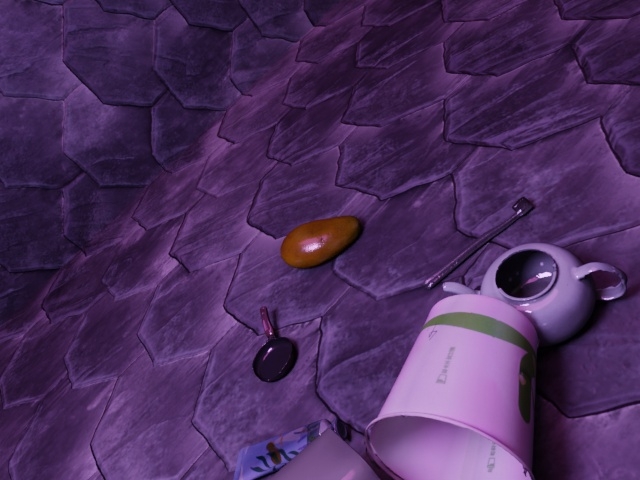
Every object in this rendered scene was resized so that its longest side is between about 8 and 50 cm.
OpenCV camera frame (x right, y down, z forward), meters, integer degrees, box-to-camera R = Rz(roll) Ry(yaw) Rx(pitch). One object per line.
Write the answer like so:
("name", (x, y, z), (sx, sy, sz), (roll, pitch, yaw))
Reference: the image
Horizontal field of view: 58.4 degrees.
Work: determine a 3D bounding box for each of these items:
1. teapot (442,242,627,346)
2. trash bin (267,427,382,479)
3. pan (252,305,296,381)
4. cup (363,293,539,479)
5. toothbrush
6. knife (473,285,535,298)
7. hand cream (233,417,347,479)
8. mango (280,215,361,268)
("teapot", (0.378, 0.089, 1.009), (0.294, 0.129, 0.193), (-13, 48, 31))
("trash bin", (-0.009, 0.452, 0.888), (0.250, 0.220, 0.219), (-40, 20, -15))
("pan", (-0.117, 0.246, 1.369), (0.114, 0.040, 0.212), (-31, 42, 12))
("cup", (0.226, 0.245, 0.904), (0.253, 0.253, 0.274), (-9, 36, 36))
("toothbrush", (0.336, 0.008, 1.238), (0.297, 0.031, 0.030), (-39, 9, 2))
("knife", (0.373, 0.108, 1.106), (0.170, 0.010, 0.023), (10, 63, 46))
("hand cream", (-0.069, 0.416, 1.130), (0.271, 0.058, 0.091), (-28, 32, 24))
("mango", (0.000, 0.000, 1.500), (0.227, 0.099, 0.136), (-22, 34, 8))
